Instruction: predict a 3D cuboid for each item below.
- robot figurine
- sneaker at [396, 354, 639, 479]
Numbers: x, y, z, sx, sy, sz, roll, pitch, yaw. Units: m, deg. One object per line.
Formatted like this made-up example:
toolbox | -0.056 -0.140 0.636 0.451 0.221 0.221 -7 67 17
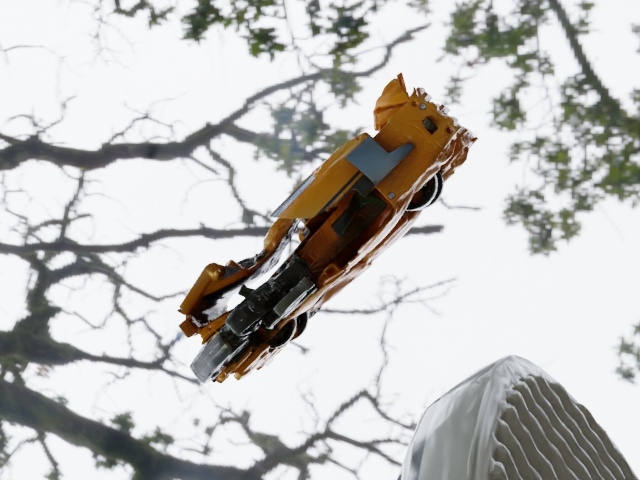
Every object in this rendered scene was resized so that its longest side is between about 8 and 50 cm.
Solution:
robot figurine | 0.000 0.000 0.887 0.291 0.211 0.085 -45 -99 10
sneaker | 0.032 0.159 0.281 0.126 0.127 0.321 43 -153 -16
